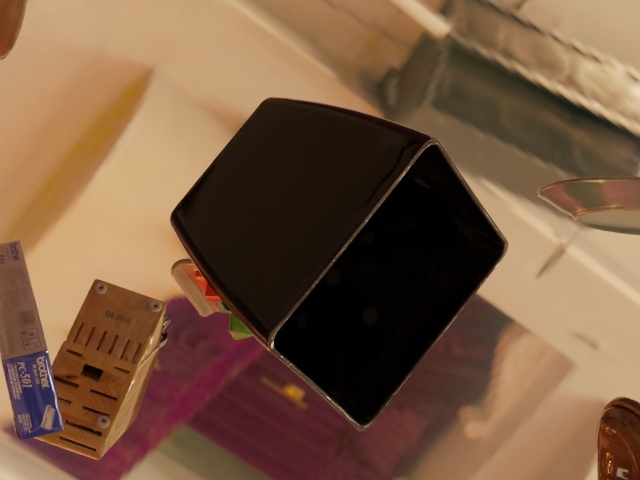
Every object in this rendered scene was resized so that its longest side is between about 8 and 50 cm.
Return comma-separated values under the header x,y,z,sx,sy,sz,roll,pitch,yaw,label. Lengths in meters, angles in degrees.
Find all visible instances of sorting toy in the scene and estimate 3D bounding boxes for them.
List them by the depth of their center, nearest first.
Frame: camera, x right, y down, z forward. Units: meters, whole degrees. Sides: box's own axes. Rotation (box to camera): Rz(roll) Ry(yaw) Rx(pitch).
x,y,z,sx,sy,sz,roll,pitch,yaw,label
-0.092,0.078,2.147,0.196,0.348,0.047,-1,-114,12,sorting toy

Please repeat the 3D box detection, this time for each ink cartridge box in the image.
x,y,z,sx,sy,sz,roll,pitch,yaw,label
-0.294,0.094,1.526,0.207,0.046,0.097,-119,-159,-55,ink cartridge box

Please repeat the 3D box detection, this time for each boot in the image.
x,y,z,sx,sy,sz,roll,pitch,yaw,label
0.313,0.313,1.579,0.115,0.305,0.112,-17,-167,-29,boot

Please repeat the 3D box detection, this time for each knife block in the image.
x,y,z,sx,sy,sz,roll,pitch,yaw,label
-0.248,0.171,1.773,0.242,0.088,0.276,106,3,-51,knife block

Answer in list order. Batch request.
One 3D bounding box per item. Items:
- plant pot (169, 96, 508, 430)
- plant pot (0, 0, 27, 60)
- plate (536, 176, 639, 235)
x,y,z,sx,sy,sz,roll,pitch,yaw,label
0.000,0.000,1.181,0.167,0.188,0.187,34,-98,33,plant pot
-0.367,-0.292,1.516,0.237,0.109,0.237,16,-71,61,plant pot
0.272,-0.024,1.287,0.188,0.188,0.024,-12,-109,62,plate
